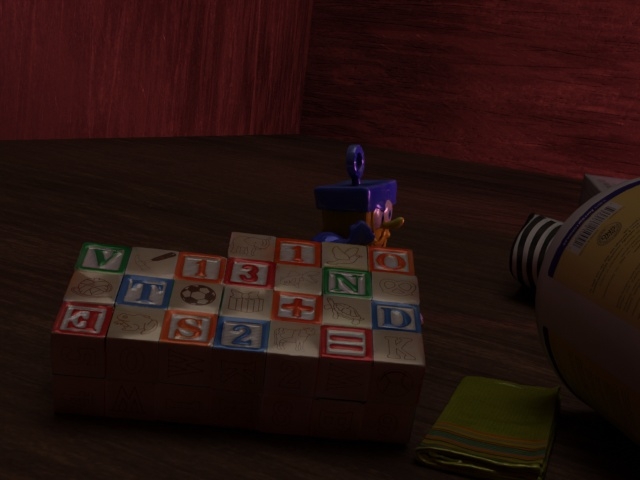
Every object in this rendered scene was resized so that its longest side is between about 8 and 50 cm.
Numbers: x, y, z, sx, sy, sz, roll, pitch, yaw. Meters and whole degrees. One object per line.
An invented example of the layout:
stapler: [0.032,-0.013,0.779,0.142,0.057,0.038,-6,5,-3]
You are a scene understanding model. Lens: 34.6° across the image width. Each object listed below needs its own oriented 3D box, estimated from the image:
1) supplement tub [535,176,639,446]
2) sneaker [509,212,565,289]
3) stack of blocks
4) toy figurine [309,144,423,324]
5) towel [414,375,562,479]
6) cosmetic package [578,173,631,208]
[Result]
supplement tub: [0.341,0.083,0.833,0.240,0.241,0.331,4,11,-12]
sneaker: [0.461,0.000,1.524,0.447,0.169,0.257,-7,18,-36]
stack of blocks: [-0.066,0.074,0.893,0.297,0.087,0.171,5,32,-3]
toy figurine: [0.000,0.000,1.138,0.191,0.217,0.362,11,11,22]
towel: [0.156,0.159,0.910,0.102,0.021,0.237,10,11,16]
cosmetic package: [0.622,-0.004,1.716,0.365,0.155,0.197,8,14,3]
